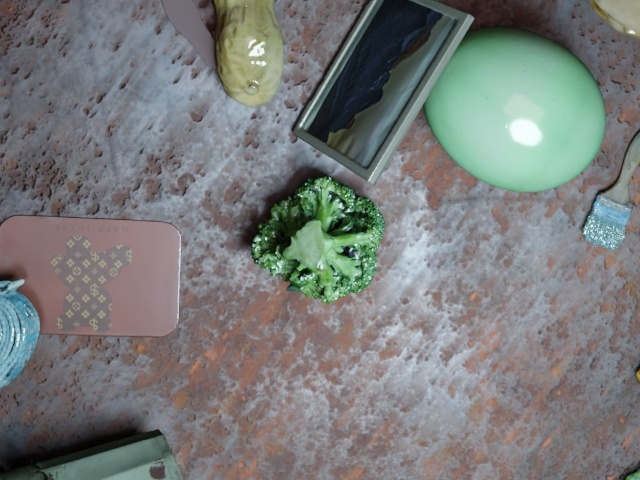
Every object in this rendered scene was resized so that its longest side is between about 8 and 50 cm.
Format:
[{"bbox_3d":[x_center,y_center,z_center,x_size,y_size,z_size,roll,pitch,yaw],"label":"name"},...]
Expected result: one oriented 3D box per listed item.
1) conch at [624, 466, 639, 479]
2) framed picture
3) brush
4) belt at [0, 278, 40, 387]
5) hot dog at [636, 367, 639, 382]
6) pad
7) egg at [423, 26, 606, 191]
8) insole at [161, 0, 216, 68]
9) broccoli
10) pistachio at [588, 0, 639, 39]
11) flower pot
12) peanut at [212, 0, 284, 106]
[{"bbox_3d":[0.502,0.441,1.744,0.095,0.079,0.201,8,116,-22],"label":"conch"},{"bbox_3d":[0.082,-0.229,1.526,0.018,0.192,0.265,26,96,-46],"label":"framed picture"},{"bbox_3d":[0.469,-0.084,1.676,0.070,0.021,0.196,19,96,-12],"label":"brush"},{"bbox_3d":[-0.485,0.145,1.555,0.163,0.082,0.148,-20,94,6],"label":"belt"},{"bbox_3d":[0.640,0.223,1.729,0.269,0.072,0.115,13,90,-9],"label":"hot dog"},{"bbox_3d":[-0.342,0.055,1.600,0.267,0.004,0.181,2,99,-8],"label":"pad"},{"bbox_3d":[0.273,-0.187,1.531,0.269,0.220,0.220,28,95,-3],"label":"egg"},{"bbox_3d":[-0.184,-0.308,1.560,0.045,0.002,0.135,-37,102,1],"label":"insole"},{"bbox_3d":[0.000,0.000,1.566,0.195,0.156,0.195,0,91,25],"label":"broccoli"},{"bbox_3d":[0.529,-0.380,1.572,0.260,0.163,0.213,18,76,3],"label":"pistachio"},{"bbox_3d":[-0.319,0.398,1.545,0.259,0.290,0.290,-20,102,-15],"label":"flower pot"},{"bbox_3d":[-0.105,-0.320,1.515,0.101,0.117,0.263,-9,98,-26],"label":"peanut"}]
